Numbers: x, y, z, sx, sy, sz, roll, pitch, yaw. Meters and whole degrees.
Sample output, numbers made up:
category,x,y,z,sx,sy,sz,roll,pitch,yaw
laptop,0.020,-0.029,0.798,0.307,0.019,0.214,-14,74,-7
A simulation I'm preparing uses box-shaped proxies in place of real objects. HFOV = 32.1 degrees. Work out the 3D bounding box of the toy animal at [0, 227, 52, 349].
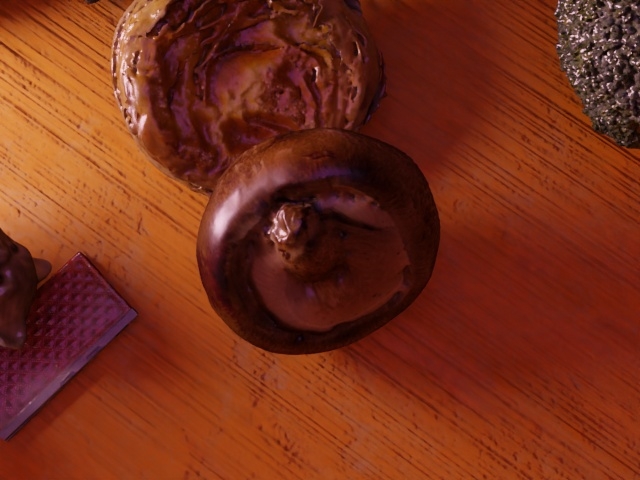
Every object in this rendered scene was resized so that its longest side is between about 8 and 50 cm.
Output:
category,x,y,z,sx,sy,sz,roll,pitch,yaw
toy animal,-0.415,0.110,1.131,0.266,0.188,0.308,-38,35,32

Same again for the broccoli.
category,x,y,z,sx,sy,sz,roll,pitch,yaw
broccoli,0.410,-0.235,1.178,0.361,0.252,0.221,-13,81,-35

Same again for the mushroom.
category,x,y,z,sx,sy,sz,roll,pitch,yaw
mushroom,0.000,0.000,1.120,0.253,0.253,0.153,-17,37,0

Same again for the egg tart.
category,x,y,z,sx,sy,sz,roll,pitch,yaw
egg tart,-0.077,-0.178,1.207,0.297,0.132,0.297,0,89,-8

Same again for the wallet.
category,x,y,z,sx,sy,sz,roll,pitch,yaw
wallet,-0.302,0.113,1.210,0.196,0.020,0.103,-44,81,-5

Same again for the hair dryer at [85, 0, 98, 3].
category,x,y,z,sx,sy,sz,roll,pitch,yaw
hair dryer,-0.282,-0.419,1.252,0.078,0.195,0.248,-15,49,39
